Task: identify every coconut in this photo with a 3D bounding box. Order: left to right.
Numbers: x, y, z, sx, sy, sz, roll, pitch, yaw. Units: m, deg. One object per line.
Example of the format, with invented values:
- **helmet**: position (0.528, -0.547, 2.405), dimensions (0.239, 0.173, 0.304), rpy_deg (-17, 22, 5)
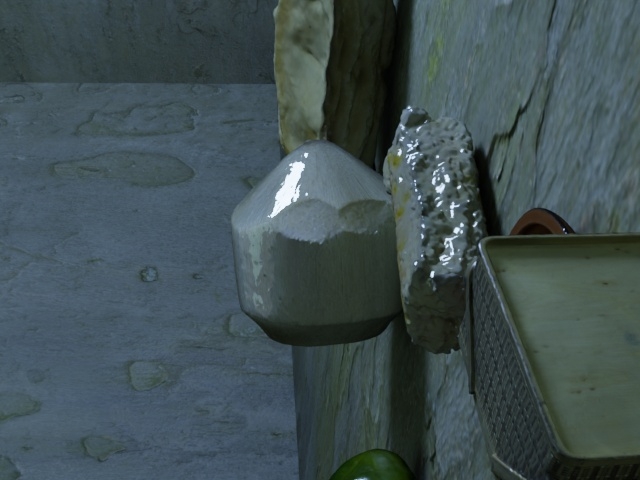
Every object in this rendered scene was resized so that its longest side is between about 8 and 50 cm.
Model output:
- **coconut**: position (0.000, 0.000, 1.285), dimensions (0.237, 0.238, 0.265), rpy_deg (-117, 29, -76)

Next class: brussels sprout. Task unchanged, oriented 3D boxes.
- **brussels sprout**: position (0.055, 0.349, 1.213), dimensions (0.161, 0.144, 0.180), rpy_deg (-108, 16, -61)

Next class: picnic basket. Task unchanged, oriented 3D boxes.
- **picnic basket**: position (0.143, 0.074, 0.511), dimensions (0.164, 0.115, 0.079), rpy_deg (-98, 12, -47)

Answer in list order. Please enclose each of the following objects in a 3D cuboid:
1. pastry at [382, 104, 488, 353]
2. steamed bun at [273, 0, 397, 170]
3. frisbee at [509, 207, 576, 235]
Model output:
- **pastry**: position (0.106, -0.017, 0.916), dimensions (0.258, 0.089, 0.121), rpy_deg (-88, 11, -45)
- **steamed bun**: position (0.028, -0.290, 1.419), dimensions (0.247, 0.189, 0.427), rpy_deg (34, 131, 47)
- **frisbee**: position (0.167, 0.100, 0.735), dimensions (0.251, 0.021, 0.250), rpy_deg (179, 90, -84)
